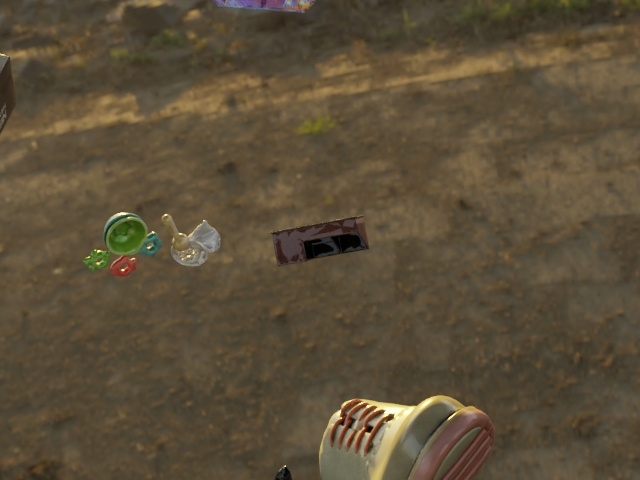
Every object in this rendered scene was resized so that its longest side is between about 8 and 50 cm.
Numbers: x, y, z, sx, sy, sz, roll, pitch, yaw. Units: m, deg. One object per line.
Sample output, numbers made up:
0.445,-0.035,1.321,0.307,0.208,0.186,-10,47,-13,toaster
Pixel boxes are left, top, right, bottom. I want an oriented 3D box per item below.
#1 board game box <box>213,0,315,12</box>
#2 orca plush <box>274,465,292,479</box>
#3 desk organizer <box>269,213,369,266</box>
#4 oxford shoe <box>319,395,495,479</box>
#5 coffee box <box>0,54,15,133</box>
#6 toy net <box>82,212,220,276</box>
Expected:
-0.068,-0.355,1.436,0.168,0.133,0.033,3,13,-10,board game box
-0.161,0.349,1.371,0.287,0.102,0.151,-34,7,-14,orca plush
0.000,0.000,1.627,0.130,0.050,0.047,-10,2,17,desk organizer
0.059,0.219,1.108,0.146,0.397,0.140,43,67,13,oxford shoe
-0.667,-0.238,1.859,0.297,0.119,0.168,14,51,1,coffee box
-0.252,0.017,1.813,0.232,0.122,0.045,9,25,-40,toy net
